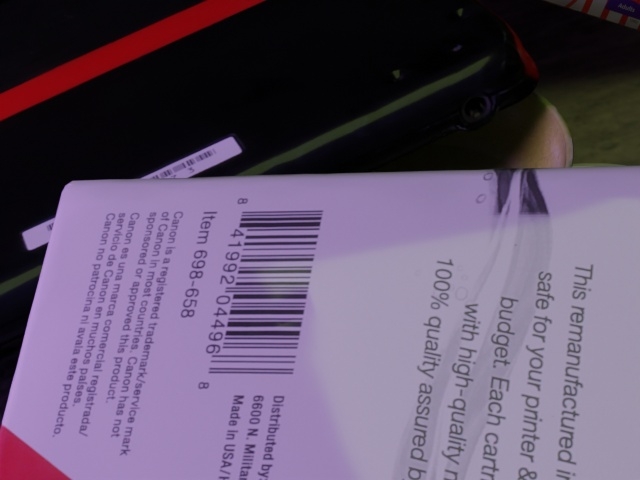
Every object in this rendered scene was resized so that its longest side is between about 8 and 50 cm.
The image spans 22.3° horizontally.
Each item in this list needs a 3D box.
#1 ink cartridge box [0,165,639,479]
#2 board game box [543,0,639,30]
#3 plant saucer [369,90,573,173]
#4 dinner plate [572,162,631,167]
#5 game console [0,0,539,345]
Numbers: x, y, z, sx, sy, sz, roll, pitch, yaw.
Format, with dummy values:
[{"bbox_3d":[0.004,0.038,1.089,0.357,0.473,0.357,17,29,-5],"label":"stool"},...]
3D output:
[{"bbox_3d":[0.041,0.087,0.512,0.272,0.114,0.197,-1,61,20],"label":"ink cartridge box"},{"bbox_3d":[0.086,-0.181,0.870,0.146,0.045,0.193,14,23,-18],"label":"board game box"},{"bbox_3d":[0.000,0.000,0.731,0.241,0.037,0.241,-16,29,9],"label":"plant saucer"},{"bbox_3d":[0.107,0.012,0.713,0.141,0.017,0.141,-10,37,7],"label":"dinner plate"},{"bbox_3d":[-0.122,-0.067,0.840,0.386,0.060,0.342,-26,35,-7],"label":"game console"}]
